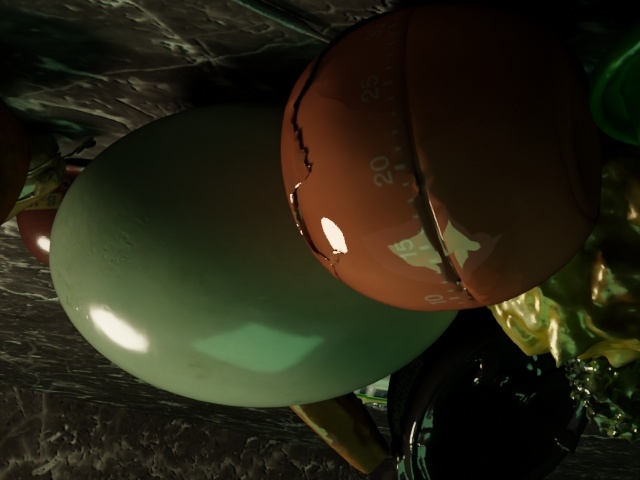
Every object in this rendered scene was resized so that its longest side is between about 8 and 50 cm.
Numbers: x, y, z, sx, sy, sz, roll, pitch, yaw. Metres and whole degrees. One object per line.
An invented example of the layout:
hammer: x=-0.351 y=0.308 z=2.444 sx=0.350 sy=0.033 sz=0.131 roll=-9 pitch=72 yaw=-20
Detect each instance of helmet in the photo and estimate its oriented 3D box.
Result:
helmet: x=0.172 y=0.174 z=1.578 sx=0.231 sy=0.278 sz=0.160 roll=7 pitch=-151 yaw=-30
helmet: x=-0.266 y=-0.019 z=1.570 sx=0.175 sy=0.106 sz=0.155 roll=-4 pitch=161 yaw=22

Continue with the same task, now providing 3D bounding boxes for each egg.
egg: x=-0.056 y=0.012 z=1.264 sx=0.389 sy=0.276 sz=0.276 roll=-1 pitch=163 yaw=11

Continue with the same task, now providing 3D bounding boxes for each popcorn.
popcorn: x=0.258 y=0.017 z=1.210 sx=0.249 sy=0.225 sz=0.249 roll=-13 pitch=177 yaw=-1

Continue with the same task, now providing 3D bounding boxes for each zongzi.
zongzi: x=-0.353 y=-0.103 z=1.423 sx=0.189 sy=0.081 sz=0.178 roll=-30 pitch=106 yaw=24

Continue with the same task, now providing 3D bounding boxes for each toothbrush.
toothbrush: x=-0.023 y=-0.172 z=1.091 sx=0.167 sy=0.011 sz=0.014 roll=19 pitch=155 yaw=-36

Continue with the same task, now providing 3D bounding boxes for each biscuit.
biscuit: x=-0.062 y=0.106 z=1.603 sx=0.365 sy=0.062 sz=0.385 roll=45 pitch=179 yaw=-35

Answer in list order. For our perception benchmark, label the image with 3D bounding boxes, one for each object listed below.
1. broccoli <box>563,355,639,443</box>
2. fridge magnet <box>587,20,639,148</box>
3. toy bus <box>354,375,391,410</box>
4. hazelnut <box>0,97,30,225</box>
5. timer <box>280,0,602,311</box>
broccoli: x=0.401 y=0.068 z=1.367 sx=0.353 sy=0.275 sz=0.397 roll=-36 pitch=175 yaw=-10
fridge magnet: x=0.290 y=-0.116 z=0.973 sx=0.208 sy=0.088 sz=0.208 roll=-9 pitch=155 yaw=-4
toy bus: x=0.053 y=0.165 z=2.004 sx=0.276 sy=0.133 sz=0.164 roll=7 pitch=164 yaw=-1
hazelnut: x=-0.363 y=-0.091 z=1.258 sx=0.210 sy=0.210 sz=0.186 roll=11 pitch=-170 yaw=-13
timer: x=0.090 y=-0.062 z=1.034 sx=0.215 sy=0.229 sz=0.229 roll=-6 pitch=160 yaw=23
